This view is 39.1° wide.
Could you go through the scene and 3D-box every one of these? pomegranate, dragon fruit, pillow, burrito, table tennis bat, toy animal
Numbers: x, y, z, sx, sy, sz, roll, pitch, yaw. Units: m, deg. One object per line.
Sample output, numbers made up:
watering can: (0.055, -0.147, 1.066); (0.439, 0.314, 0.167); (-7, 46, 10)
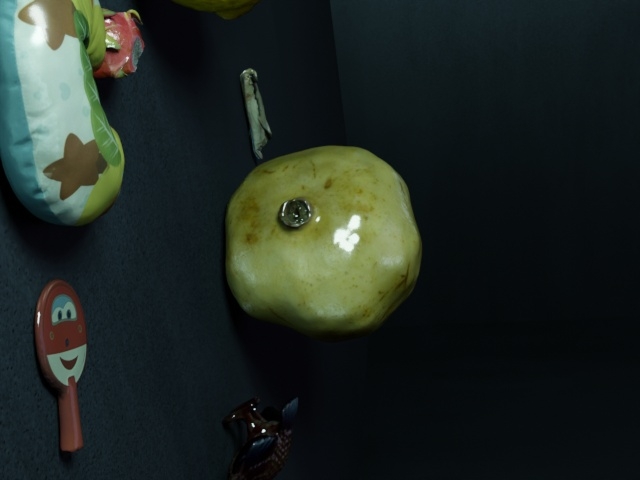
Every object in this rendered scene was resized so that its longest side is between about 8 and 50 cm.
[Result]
pomegranate: (0.000, 0.000, 1.439); (0.332, 0.332, 0.333); (-3, 90, -82)
dragon fruit: (-0.213, -0.207, 0.914); (0.083, 0.056, 0.060); (-82, 167, -48)
pillow: (-0.220, -0.128, 0.772); (0.214, 0.086, 0.234); (-85, 168, -78)
burrito: (-0.118, -0.233, 1.652); (0.051, 0.042, 0.171); (-87, 167, -56)
table tennis bat: (-0.231, 0.111, 0.810); (0.098, 0.019, 0.155); (9, 75, -82)
toy animal: (-0.086, 0.333, 1.377); (0.218, 0.116, 0.180); (-36, 122, -88)

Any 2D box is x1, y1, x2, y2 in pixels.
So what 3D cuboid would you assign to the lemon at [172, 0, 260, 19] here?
lemon: (-0.123, -0.388, 1.026); (0.234, 0.233, 0.288); (-84, 169, -50)
